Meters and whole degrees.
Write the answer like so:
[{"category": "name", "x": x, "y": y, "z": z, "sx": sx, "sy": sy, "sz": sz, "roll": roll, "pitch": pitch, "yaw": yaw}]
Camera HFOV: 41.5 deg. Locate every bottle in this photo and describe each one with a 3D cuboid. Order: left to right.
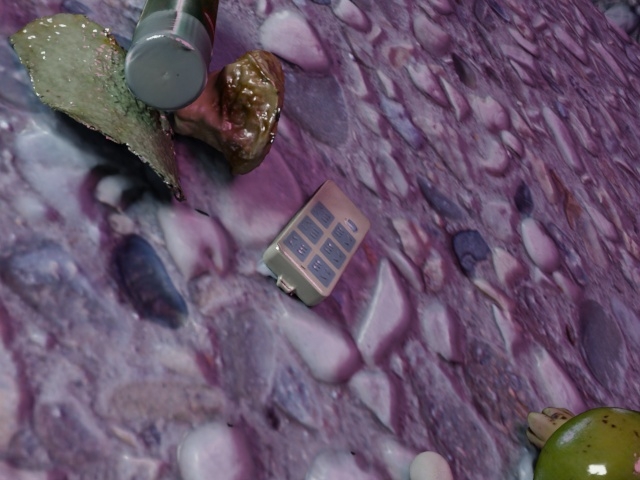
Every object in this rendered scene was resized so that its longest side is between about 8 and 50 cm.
[{"category": "bottle", "x": -0.153, "y": -0.228, "z": 0.906, "sx": 0.082, "sy": 0.082, "sz": 0.286, "roll": 34, "pitch": 24, "yaw": -22}]

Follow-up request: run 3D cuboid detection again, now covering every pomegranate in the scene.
[{"category": "pomegranate", "x": 0.308, "y": 0.269, "z": 0.957, "sx": 0.179, "sy": 0.210, "sz": 0.179, "roll": -13, "pitch": 107, "yaw": -48}]

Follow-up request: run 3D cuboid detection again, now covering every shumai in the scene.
[{"category": "shumai", "x": -0.103, "y": -0.145, "z": 0.914, "sx": 0.116, "sy": 0.145, "sz": 0.146, "roll": 18, "pitch": 43, "yaw": -14}]

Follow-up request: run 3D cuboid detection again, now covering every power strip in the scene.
[{"category": "power strip", "x": 0.000, "y": 0.000, "z": 0.960, "sx": 0.081, "sy": 0.035, "sz": 0.192, "roll": 46, "pitch": 35, "yaw": -7}]

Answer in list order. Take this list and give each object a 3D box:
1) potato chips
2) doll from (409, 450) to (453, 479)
[{"category": "potato chips", "x": -0.207, "y": -0.134, "z": 0.825, "sx": 0.228, "sy": 0.059, "sz": 0.167, "roll": 41, "pitch": 29, "yaw": -14}, {"category": "doll", "x": 0.159, "y": 0.303, "z": 0.697, "sx": 0.242, "sy": 0.160, "sz": 0.311, "roll": 28, "pitch": 37, "yaw": 9}]
